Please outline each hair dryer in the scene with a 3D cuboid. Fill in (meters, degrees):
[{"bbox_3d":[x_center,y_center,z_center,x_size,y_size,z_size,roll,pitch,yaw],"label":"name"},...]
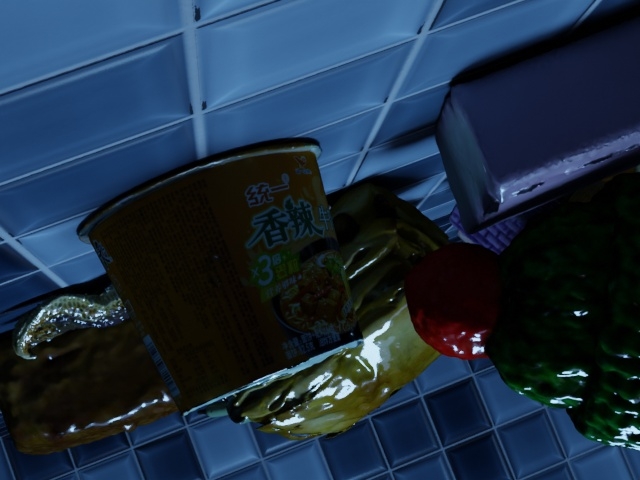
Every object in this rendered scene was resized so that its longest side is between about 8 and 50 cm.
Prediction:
[{"bbox_3d":[-0.129,0.234,1.555,0.150,0.047,0.071,-14,178,43],"label":"hair dryer"}]

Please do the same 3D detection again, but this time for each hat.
[{"bbox_3d":[0.247,0.058,1.085,0.332,0.274,0.242,6,166,7],"label":"hat"}]

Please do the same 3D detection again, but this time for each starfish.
[{"bbox_3d":[-0.238,0.074,1.255,0.238,0.071,0.216,-14,-176,34],"label":"starfish"}]

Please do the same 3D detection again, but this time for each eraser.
[{"bbox_3d":[0.297,-0.134,1.051,0.359,0.122,0.272,-21,175,0],"label":"eraser"}]

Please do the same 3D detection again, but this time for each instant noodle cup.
[{"bbox_3d":[-0.074,0.038,0.972,0.230,0.182,0.230,-22,172,-3],"label":"instant noodle cup"}]

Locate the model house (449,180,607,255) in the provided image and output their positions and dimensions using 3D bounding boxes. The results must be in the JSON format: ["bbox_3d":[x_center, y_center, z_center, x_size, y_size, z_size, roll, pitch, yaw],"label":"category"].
[{"bbox_3d":[0.321,-0.022,1.501,0.202,0.237,0.237,-44,167,2],"label":"model house"}]

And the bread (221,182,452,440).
[{"bbox_3d":[0.045,0.111,1.354,0.324,0.167,0.277,-52,147,7],"label":"bread"}]

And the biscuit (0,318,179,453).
[{"bbox_3d":[-0.254,0.171,1.510,0.395,0.166,0.342,-18,170,-15],"label":"biscuit"}]

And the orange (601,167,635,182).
[{"bbox_3d":[0.611,0.005,1.899,0.326,0.424,0.424,-55,158,24],"label":"orange"}]

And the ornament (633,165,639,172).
[{"bbox_3d":[0.445,-0.158,1.386,0.230,0.061,0.245,-28,150,-17],"label":"ornament"}]
